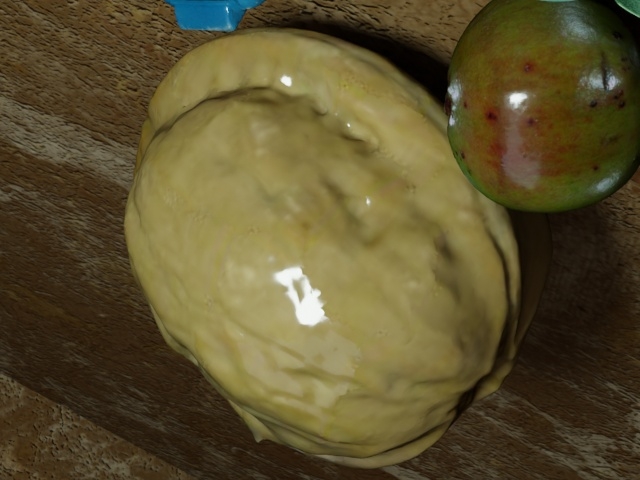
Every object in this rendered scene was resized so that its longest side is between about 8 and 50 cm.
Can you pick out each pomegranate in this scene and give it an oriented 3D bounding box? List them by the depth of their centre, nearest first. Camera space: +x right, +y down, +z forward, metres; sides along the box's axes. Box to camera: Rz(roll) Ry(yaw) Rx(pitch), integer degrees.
[{"bbox_3d":[0.199,-0.108,1.473,0.210,0.180,0.180,-4,157,-7],"label":"pomegranate"}]

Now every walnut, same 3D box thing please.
[{"bbox_3d":[0.014,0.007,1.659,0.383,0.383,0.383,22,156,10],"label":"walnut"}]

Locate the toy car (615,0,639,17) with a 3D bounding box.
[{"bbox_3d":[0.315,-0.167,1.326,0.224,0.076,0.090,16,157,-21],"label":"toy car"}]

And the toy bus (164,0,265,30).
[{"bbox_3d":[-0.109,-0.279,1.453,0.113,0.134,0.246,7,149,37],"label":"toy bus"}]
